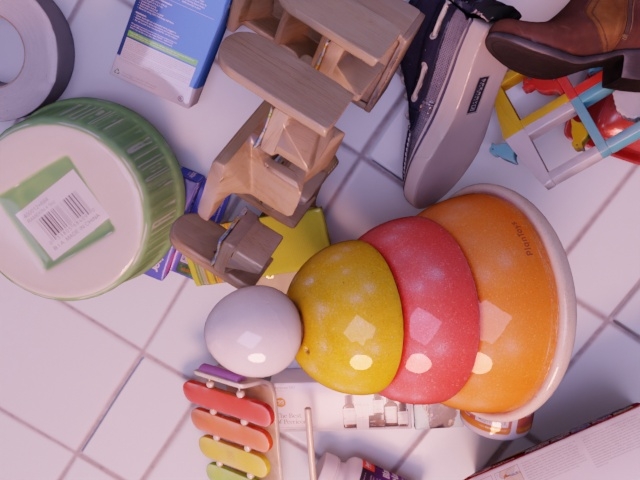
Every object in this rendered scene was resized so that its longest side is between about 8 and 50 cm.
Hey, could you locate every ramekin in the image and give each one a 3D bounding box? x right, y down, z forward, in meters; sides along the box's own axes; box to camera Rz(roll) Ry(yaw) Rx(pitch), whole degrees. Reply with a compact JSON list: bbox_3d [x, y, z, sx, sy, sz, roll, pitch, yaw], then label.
[{"bbox_3d":[-0.368,-0.057,1.204,0.303,0.148,0.303,1,105,4],"label":"ramekin"}]

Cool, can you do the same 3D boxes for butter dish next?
[{"bbox_3d":[0.472,-0.194,1.189,0.160,0.118,0.160,19,107,-2],"label":"butter dish"}]

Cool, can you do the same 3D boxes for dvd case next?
[{"bbox_3d":[0.203,0.272,1.394,0.087,0.013,0.119,-4,105,5],"label":"dvd case"}]

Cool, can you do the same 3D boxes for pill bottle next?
[{"bbox_3d":[0.080,0.447,1.403,0.193,0.108,0.108,26,106,-4],"label":"pill bottle"},{"bbox_3d":[0.302,0.206,1.313,0.121,0.121,0.216,6,106,2],"label":"pill bottle"}]

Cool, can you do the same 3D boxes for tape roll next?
[{"bbox_3d":[-0.501,-0.297,1.245,0.219,0.072,0.219,1,107,3],"label":"tape roll"}]

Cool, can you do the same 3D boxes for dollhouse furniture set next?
[{"bbox_3d":[-0.070,-0.208,1.051,0.256,0.394,0.362,32,144,2],"label":"dollhouse furniture set"}]

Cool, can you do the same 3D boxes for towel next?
[{"bbox_3d":[-0.100,0.010,1.249,0.237,0.021,0.102,-9,113,14],"label":"towel"}]

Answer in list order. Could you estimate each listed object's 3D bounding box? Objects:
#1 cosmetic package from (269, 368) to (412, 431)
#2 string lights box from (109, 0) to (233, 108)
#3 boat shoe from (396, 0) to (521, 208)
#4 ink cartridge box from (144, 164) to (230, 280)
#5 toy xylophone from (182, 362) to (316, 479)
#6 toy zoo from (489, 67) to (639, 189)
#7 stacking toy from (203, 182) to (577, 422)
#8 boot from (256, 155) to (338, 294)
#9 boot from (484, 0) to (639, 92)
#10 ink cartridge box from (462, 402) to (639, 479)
[{"bbox_3d":[0.036,0.273,1.381,0.239,0.060,0.099,-3,105,5],"label":"cosmetic package"},{"bbox_3d":[-0.206,-0.348,1.208,0.133,0.077,0.260,24,106,-4],"label":"string lights box"},{"bbox_3d":[0.172,-0.224,1.212,0.158,0.127,0.340,45,130,33],"label":"boat shoe"},{"bbox_3d":[-0.320,-0.059,1.309,0.311,0.065,0.186,22,107,-5],"label":"ink cartridge box"},{"bbox_3d":[-0.114,0.356,1.360,0.236,0.081,0.323,-1,104,40],"label":"toy xylophone"},{"bbox_3d":[0.376,-0.205,1.166,0.293,0.030,0.192,-30,65,21],"label":"toy zoo"},{"bbox_3d":[0.069,0.096,1.099,0.480,0.350,0.351,-2,108,-26],"label":"stacking toy"},{"bbox_3d":[0.000,0.000,1.286,0.203,0.095,0.262,35,107,-6],"label":"boot"},{"bbox_3d":[0.355,-0.357,1.066,0.264,0.096,0.280,6,86,-5],"label":"boot"},{"bbox_3d":[0.412,0.390,1.331,0.309,0.272,0.130,-27,72,10],"label":"ink cartridge box"}]
